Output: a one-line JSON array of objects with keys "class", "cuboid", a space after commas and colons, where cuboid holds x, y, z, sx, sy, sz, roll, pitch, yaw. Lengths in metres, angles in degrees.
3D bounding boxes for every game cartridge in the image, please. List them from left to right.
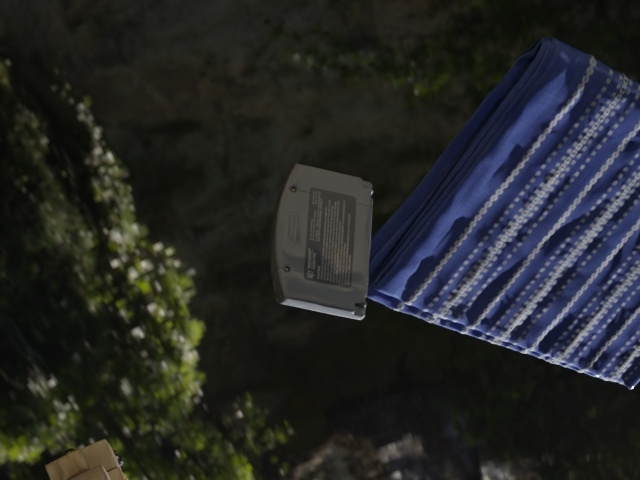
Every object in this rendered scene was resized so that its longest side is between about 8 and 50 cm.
[{"class": "game cartridge", "cuboid": [0.000, 0.000, 0.824, 0.056, 0.017, 0.083, 14, -119, -18]}]

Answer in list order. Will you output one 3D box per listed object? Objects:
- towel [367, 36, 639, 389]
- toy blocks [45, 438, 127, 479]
[{"class": "towel", "cuboid": [0.210, -0.011, 1.194, 0.243, 0.336, 0.040, -53, -139, 19]}, {"class": "toy blocks", "cuboid": [-0.184, 0.306, 0.889, 0.260, 0.288, 0.309, -26, -105, -7]}]
